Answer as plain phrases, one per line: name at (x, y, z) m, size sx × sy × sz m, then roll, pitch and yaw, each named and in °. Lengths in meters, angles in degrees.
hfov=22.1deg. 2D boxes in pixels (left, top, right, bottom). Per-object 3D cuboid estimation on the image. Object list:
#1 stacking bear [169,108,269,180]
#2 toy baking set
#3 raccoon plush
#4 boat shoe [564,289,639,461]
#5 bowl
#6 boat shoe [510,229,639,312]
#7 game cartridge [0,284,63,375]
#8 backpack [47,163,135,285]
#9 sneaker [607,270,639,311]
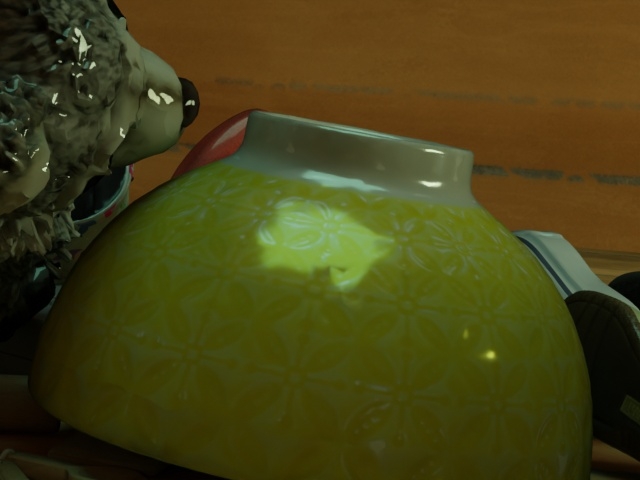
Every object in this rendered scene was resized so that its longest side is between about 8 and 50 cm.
stacking bear at (0.000, 0.000, 1.298) m, size 0.164 × 0.175 × 0.289 m, roll -32°, pitch 20°, yaw -25°
toy baking set at (-0.186, 0.089, 0.768) m, size 0.256 × 0.030 × 0.197 m, roll 4°, pitch 4°, yaw -3°
raccoon plush at (-0.285, -0.029, 0.801) m, size 0.446 × 0.216 × 0.299 m, roll -20°, pitch -7°, yaw -12°
boat shoe at (0.183, 0.088, 0.860) m, size 0.072 × 0.068 × 0.190 m, roll 20°, pitch 16°, yaw -27°
bowl at (0.006, 0.020, 0.826) m, size 0.289 × 0.156 × 0.289 m, roll 10°, pitch 5°, yaw -1°
boat shoe at (0.127, 0.053, 1.073) m, size 0.094 × 0.109 × 0.302 m, roll 1°, pitch 7°, yaw -10°
game cartridge at (-0.094, 0.064, 1.082) m, size 0.297 × 0.062 × 0.198 m, roll 0°, pitch 1°, yaw -42°
backpack at (-0.291, -0.065, 1.592) m, size 0.225 × 0.191 × 0.253 m, roll 1°, pitch 44°, yaw -13°
sneaker at (0.304, 0.079, 0.999) m, size 0.145 × 0.090 × 0.270 m, roll 3°, pitch 7°, yaw -37°
